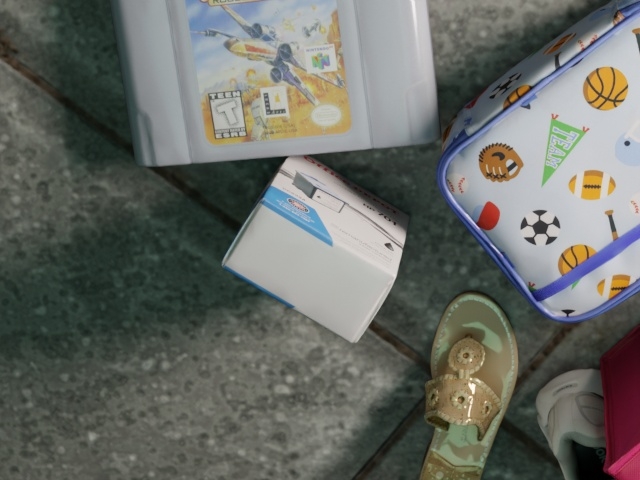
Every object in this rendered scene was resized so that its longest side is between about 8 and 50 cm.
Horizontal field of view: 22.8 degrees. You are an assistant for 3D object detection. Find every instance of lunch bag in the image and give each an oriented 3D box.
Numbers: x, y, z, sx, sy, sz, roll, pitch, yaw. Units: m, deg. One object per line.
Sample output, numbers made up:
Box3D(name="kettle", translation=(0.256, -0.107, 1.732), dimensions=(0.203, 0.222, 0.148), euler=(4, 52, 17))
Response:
Box3D(name="lunch bag", translation=(0.276, -0.077, 1.435), dimensions=(0.303, 0.115, 0.243), euler=(-35, 103, 19))

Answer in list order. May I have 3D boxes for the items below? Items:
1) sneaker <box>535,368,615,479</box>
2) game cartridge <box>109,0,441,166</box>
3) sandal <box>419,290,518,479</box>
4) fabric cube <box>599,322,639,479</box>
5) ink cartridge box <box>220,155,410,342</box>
Box3D(name="sneaker", translation=(0.304, 0.268, 1.552), dimensions=(0.110, 0.118, 0.292), euler=(-32, 103, 16))
Box3D(name="game cartridge", translation=(-0.045, -0.176, 1.476), dimensions=(0.297, 0.062, 0.198), euler=(-5, 110, 12))
Box3D(name="sandal", translation=(0.141, 0.175, 1.562), dimensions=(0.088, 0.079, 0.240), euler=(11, 111, 5))
Box3D(name="fabric cube", translation=(0.428, 0.158, 1.418), dimensions=(0.258, 0.254, 0.259), euler=(41, 111, -7))
Box3D(name="ink cartridge box", translation=(0.000, 0.000, 1.462), dimensions=(0.140, 0.190, 0.082), euler=(31, 110, -3))
